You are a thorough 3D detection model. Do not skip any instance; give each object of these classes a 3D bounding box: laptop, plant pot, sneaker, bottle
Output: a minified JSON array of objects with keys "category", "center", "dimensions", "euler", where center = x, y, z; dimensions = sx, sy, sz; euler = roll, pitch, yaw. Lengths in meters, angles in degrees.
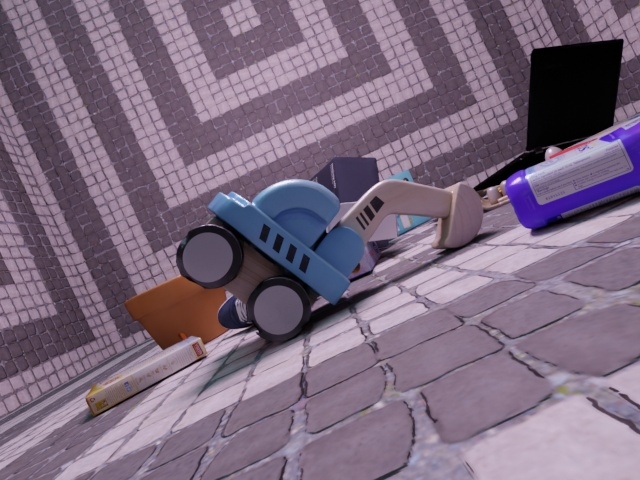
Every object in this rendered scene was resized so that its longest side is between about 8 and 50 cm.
[{"category":"laptop","center":[0.700,-0.375,1.275],"dimensions":[0.382,0.236,0.408],"euler":[-15,-13,-21]},{"category":"plant pot","center":[-0.400,0.214,1.213],"dimensions":[0.291,0.203,0.291],"euler":[-24,0,0]},{"category":"sneaker","center":[-0.154,0.156,0.958],"dimensions":[0.282,0.099,0.153],"euler":[-22,-1,18]},{"category":"bottle","center":[0.413,-0.106,0.560],"dimensions":[0.283,0.092,0.118],"euler":[-25,-1,33]}]

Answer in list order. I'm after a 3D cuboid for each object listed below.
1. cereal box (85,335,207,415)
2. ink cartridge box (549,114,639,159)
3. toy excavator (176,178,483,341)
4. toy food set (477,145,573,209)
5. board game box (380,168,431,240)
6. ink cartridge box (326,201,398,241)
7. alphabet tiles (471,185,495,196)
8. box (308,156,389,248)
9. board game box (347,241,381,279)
[{"category":"cereal box","center":[-0.381,0.290,0.904],"dimensions":[0.240,0.047,0.173],"euler":[-25,0,-25]},{"category":"ink cartridge box","center":[0.630,-0.199,0.914],"dimensions":[0.231,0.078,0.134],"euler":[-26,0,-5]},{"category":"toy excavator","center":[0.029,-0.017,0.769],"dimensions":[0.445,0.433,0.222],"euler":[-53,2,-4]},{"category":"toy food set","center":[0.592,-0.189,1.179],"dimensions":[0.306,0.092,0.220],"euler":[-25,0,25]},{"category":"board game box","center":[0.301,-0.140,1.794],"dimensions":[0.336,0.253,0.079],"euler":[-25,-1,-27]},{"category":"ink cartridge box","center":[0.087,-0.055,1.225],"dimensions":[0.202,0.117,0.278],"euler":[-7,3,-12]},{"category":"alphabet tiles","center":[0.537,-0.162,1.606],"dimensions":[0.284,0.021,0.278],"euler":[-15,-12,-10]},{"category":"box","center":[0.090,-0.106,1.560],"dimensions":[0.179,0.342,0.312],"euler":[-4,-8,-22]},{"category":"board game box","center":[0.009,0.097,1.172],"dimensions":[0.319,0.065,0.318],"euler":[-25,-1,15]}]
